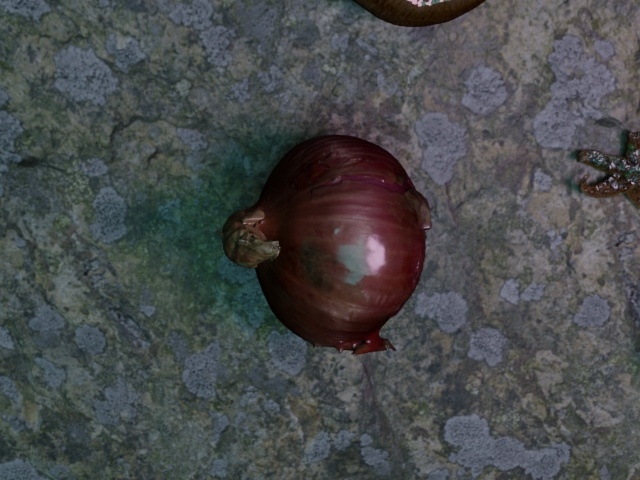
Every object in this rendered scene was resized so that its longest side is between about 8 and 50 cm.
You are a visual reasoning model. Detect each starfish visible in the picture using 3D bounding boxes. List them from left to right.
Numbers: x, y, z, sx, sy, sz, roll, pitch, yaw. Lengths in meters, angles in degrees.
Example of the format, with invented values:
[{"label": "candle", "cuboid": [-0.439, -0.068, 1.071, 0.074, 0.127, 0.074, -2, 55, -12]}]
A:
[{"label": "starfish", "cuboid": [0.539, -0.121, 1.607, 0.210, 0.053, 0.150, -12, 119, -1]}]

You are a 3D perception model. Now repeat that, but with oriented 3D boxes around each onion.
[{"label": "onion", "cuboid": [0.032, 0.011, 1.491, 0.354, 0.353, 0.353, 0, 107, 0]}]

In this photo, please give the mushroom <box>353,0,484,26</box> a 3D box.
[{"label": "mushroom", "cuboid": [0.157, -0.496, 1.407, 0.345, 0.239, 0.345, 0, 86, -4]}]
